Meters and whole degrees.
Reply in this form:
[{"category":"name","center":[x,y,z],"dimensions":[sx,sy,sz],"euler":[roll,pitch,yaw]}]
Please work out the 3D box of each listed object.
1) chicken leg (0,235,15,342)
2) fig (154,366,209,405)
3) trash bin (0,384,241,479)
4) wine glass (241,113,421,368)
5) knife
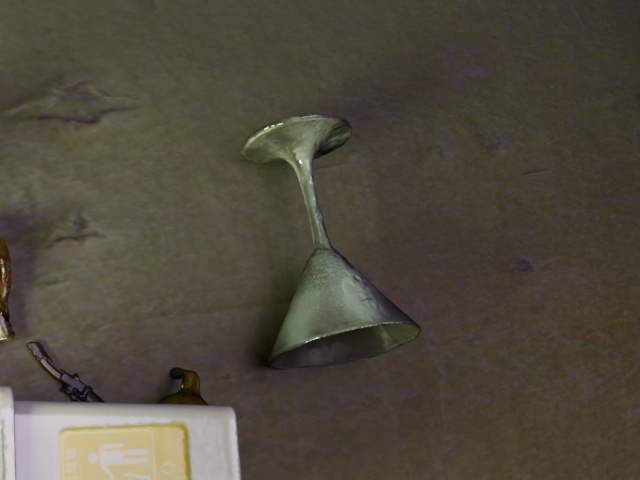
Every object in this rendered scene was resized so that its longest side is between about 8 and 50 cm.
[{"category":"chicken leg","center":[-0.492,0.065,1.508],"dimensions":[0.093,0.070,0.178],"euler":[-18,95,-40]},{"category":"fig","center":[-0.205,0.293,1.586],"dimensions":[0.142,0.148,0.186],"euler":[20,74,4]},{"category":"trash bin","center":[-0.308,0.327,1.364],"dimensions":[0.368,0.296,0.255],"euler":[1,71,-26]},{"category":"wine glass","center":[0.000,0.000,1.786],"dimensions":[0.267,0.267,0.405],"euler":[-1,71,-37]},{"category":"knife","center":[-0.363,0.232,1.567],"dimensions":[0.222,0.021,0.045],"euler":[53,54,-10]}]
